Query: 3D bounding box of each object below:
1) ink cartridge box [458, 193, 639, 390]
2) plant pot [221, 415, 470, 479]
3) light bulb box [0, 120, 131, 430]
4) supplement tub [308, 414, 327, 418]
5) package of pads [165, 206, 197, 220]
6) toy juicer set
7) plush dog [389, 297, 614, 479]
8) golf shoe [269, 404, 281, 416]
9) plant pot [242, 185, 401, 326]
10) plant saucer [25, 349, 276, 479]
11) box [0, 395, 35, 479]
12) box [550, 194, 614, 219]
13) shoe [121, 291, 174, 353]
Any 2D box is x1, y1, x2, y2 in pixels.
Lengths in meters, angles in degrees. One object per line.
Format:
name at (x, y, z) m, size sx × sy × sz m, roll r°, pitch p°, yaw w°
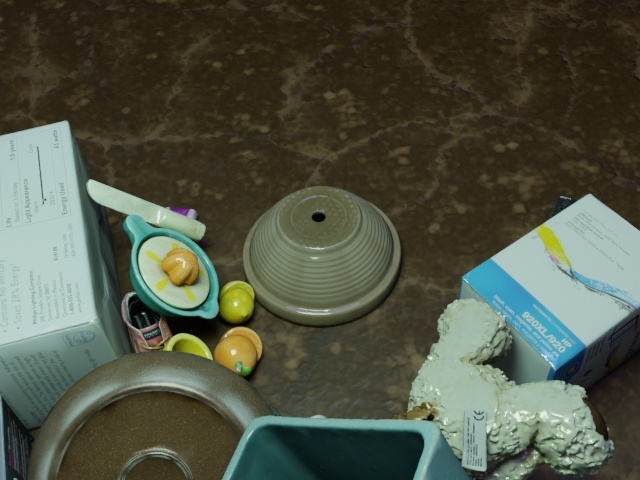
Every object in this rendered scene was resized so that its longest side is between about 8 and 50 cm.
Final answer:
ink cartridge box at (0.318, 0.090, 1.113) m, size 0.233 × 0.171 × 0.168 m, roll -31°, pitch 57°, yaw -19°
plant pot at (0.039, 0.352, 0.858) m, size 0.247 × 0.252 × 0.247 m, roll -8°, pitch 43°, yaw 39°
light bulb box at (-0.469, 0.068, 1.147) m, size 0.361 × 0.225 × 0.357 m, roll -14°, pitch 53°, yaw -7°
supplement tub at (0.014, 0.274, 1.052) m, size 0.071 × 0.071 × 0.107 m, roll -35°, pitch 57°, yaw -22°
package of pads at (-0.222, -0.012, 1.317) m, size 0.050 × 0.032 × 0.083 m, roll 5°, pitch 52°, yaw 4°
toy juicer set at (-0.172, 0.045, 1.164) m, size 0.209 × 0.089 × 0.328 m, roll 2°, pitch 56°, yaw -48°
plush dog at (0.177, 0.233, 0.975) m, size 0.211 × 0.225 × 0.262 m, roll -28°, pitch 42°, yaw -15°
golf shoe at (-0.185, 0.243, 1.073) m, size 0.273 × 0.105 × 0.120 m, roll -16°, pitch 46°, yaw -10°
plant pot at (0.000, 0.000, 1.245) m, size 0.238 × 0.109 × 0.237 m, roll -2°, pitch 53°, yaw 2°
plant saucer at (-0.186, 0.282, 0.975) m, size 0.311 × 0.050 × 0.310 m, roll 0°, pitch 83°, yaw -3°
box at (-0.422, 0.331, 0.990) m, size 0.164 × 0.142 × 0.247 m, roll -13°, pitch 52°, yaw -7°
box at (0.385, -0.020, 1.271) m, size 0.083 × 0.052 × 0.062 m, roll 17°, pitch 55°, yaw 18°
shoe at (-0.222, 0.151, 1.157) m, size 0.064 × 0.081 × 0.178 m, roll -24°, pitch 54°, yaw -15°
